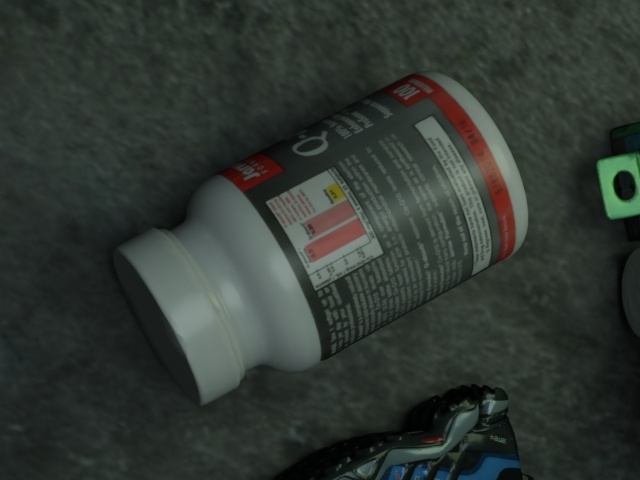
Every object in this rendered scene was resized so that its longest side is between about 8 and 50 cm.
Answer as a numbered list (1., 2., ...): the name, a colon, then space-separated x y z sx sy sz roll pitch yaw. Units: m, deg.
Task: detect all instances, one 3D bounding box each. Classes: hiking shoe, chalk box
1. hiking shoe: 0.077 0.255 1.492 0.304 0.113 0.132 -22 93 -16
2. chalk box: 0.402 -0.073 1.592 0.213 0.132 0.132 -11 90 -17

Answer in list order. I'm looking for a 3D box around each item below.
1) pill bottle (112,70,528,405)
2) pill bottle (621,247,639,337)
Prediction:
1. pill bottle: 0.000 0.000 1.429 0.363 0.210 0.210 -28 96 -16
2. pill bottle: 0.449 0.052 1.606 0.221 0.121 0.121 -2 88 -17
